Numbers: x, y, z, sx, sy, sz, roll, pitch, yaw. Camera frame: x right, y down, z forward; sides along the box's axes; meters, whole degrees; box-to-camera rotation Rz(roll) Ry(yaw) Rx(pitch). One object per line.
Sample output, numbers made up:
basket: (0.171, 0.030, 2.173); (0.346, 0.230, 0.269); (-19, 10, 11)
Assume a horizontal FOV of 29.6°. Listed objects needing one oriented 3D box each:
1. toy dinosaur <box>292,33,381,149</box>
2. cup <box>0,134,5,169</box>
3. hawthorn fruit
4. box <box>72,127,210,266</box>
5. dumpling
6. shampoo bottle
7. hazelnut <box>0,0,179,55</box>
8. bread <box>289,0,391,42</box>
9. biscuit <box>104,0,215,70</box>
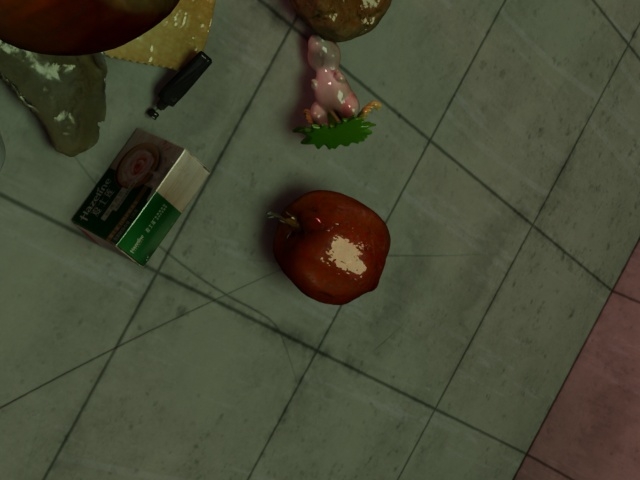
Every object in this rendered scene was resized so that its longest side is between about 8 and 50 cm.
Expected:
toy dinosaur: (0.009, -0.266, 2.228); (0.194, 0.152, 0.177); (41, 40, -57)
cup: (-0.561, -0.228, 1.542); (0.253, 0.253, 0.371); (-39, 136, -26)
hawthorn fruit: (0.000, 0.000, 2.273); (0.299, 0.211, 0.211); (30, 87, -39)
box: (-0.292, -0.072, 1.976); (0.199, 0.135, 0.081); (-55, 138, -12)
dumpling: (-0.403, -0.273, 1.801); (0.166, 0.086, 0.332); (-27, 135, 7)
shampoo bottle: (-0.233, -0.254, 1.997); (0.137, 0.027, 0.048); (-45, 155, 11)
hazelnut: (-0.312, -0.414, 1.563); (0.366, 0.366, 0.365); (-22, 124, -37)
bread: (0.032, -0.465, 2.125); (0.230, 0.123, 0.230); (-22, 126, -35)
biscuit: (-0.274, -0.359, 1.931); (0.250, 0.030, 0.160); (3, 107, -46)
